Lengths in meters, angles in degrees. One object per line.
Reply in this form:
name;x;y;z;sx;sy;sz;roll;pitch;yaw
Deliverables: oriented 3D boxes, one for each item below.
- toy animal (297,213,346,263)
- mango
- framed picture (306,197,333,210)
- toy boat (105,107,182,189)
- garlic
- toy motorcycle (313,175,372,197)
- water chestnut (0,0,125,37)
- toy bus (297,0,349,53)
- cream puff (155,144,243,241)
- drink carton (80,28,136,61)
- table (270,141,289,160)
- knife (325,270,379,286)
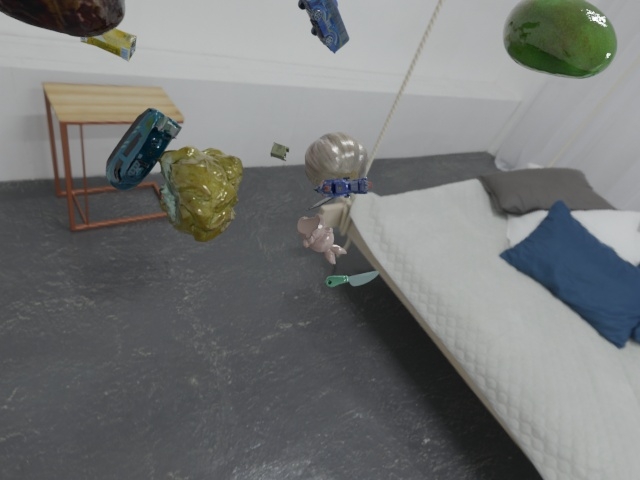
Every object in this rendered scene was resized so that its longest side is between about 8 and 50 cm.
toy animal;0.000;-0.002;1.516;0.124;0.212;0.124;-18;47;20
mango;0.659;-0.567;1.150;0.225;0.201;0.381;-3;46;-12
framed picture;0.059;-0.250;2.396;0.255;0.339;0.014;-32;97;-14
toy boat;-0.579;-0.280;1.344;0.092;0.298;0.134;42;9;33
garlic;0.067;-0.362;1.875;0.318;0.317;0.259;-5;48;-29
toy motorcycle;0.074;-0.182;1.414;0.205;0.076;0.114;-3;8;7
water chestnut;-0.374;-0.471;0.579;0.347;0.335;0.335;-22;57;-29
toy bus;0.010;-0.658;1.204;0.079;0.094;0.236;50;5;23
cream puff;-0.357;-0.151;1.317;0.270;0.323;0.274;-21;63;-31
drink carton;-0.681;-0.633;1.265;0.200;0.074;0.084;19;57;-16
table;-0.207;-0.451;2.104;0.083;0.062;0.079;17;-4;-4
knife;0.154;0.190;1.980;0.261;0.063;0.034;-7;-2;8
